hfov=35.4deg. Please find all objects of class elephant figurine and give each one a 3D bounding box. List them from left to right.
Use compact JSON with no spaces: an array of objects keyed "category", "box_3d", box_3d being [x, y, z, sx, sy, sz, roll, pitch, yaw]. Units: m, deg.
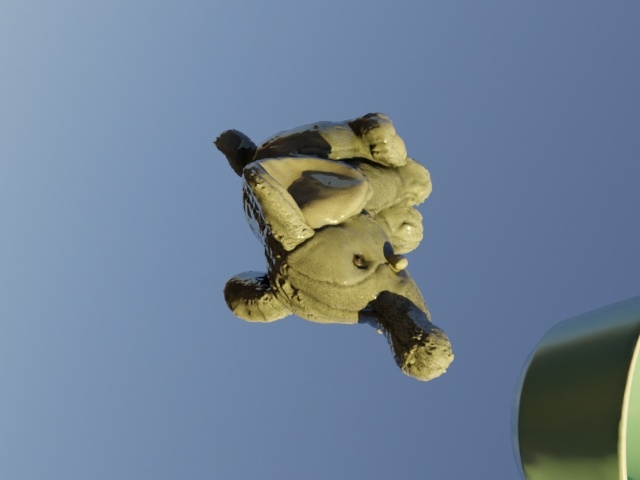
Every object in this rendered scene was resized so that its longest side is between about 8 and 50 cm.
[{"category":"elephant figurine","box_3d":[0.000,0.000,0.772,0.186,0.169,0.239,-20,-159,23]}]

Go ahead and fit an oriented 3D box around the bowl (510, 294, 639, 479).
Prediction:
[{"category":"bowl","box_3d":[0.323,0.202,1.106,0.163,0.311,0.312,-2,-101,40]}]
